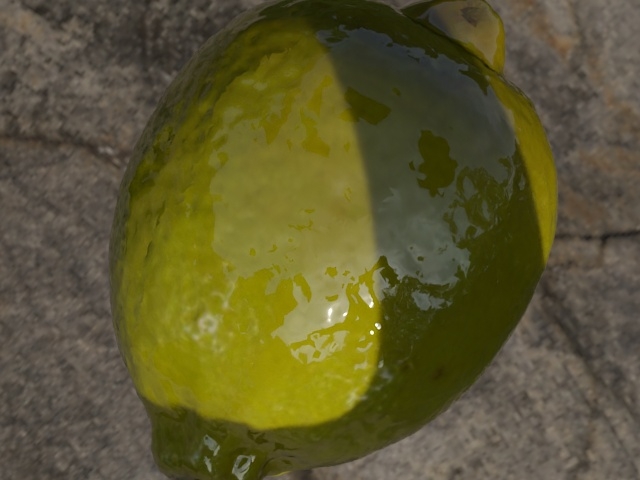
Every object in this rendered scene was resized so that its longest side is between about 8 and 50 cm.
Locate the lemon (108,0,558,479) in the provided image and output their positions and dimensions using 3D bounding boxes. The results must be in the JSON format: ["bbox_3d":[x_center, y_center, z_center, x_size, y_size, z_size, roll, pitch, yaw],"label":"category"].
[{"bbox_3d":[0.000,0.000,0.544,0.184,0.184,0.248,34,81,-14],"label":"lemon"}]
